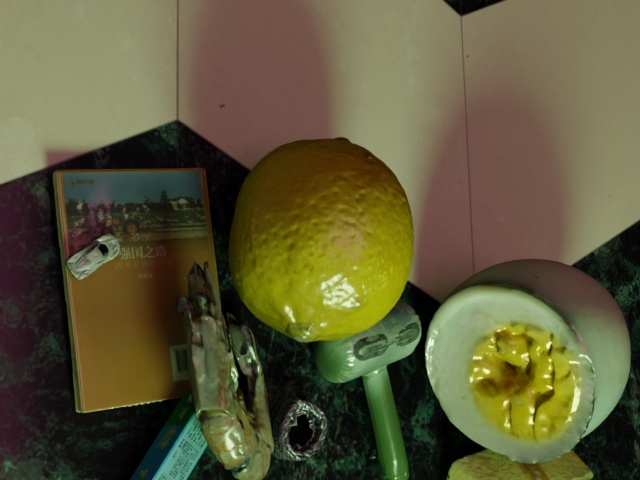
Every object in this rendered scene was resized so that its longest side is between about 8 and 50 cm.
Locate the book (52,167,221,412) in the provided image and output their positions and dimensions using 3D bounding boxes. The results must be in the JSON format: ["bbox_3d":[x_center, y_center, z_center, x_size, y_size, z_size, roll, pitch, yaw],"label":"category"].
[{"bbox_3d":[-0.279,0.069,1.546,0.263,0.028,0.374,-4,84,-35],"label":"book"}]

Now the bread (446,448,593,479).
[{"bbox_3d":[0.366,0.448,1.832,0.266,0.178,0.141,-11,94,-33],"label":"bread"}]

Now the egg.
[{"bbox_3d":[0.419,0.193,1.828,0.340,0.354,0.354,-22,94,-50],"label":"egg"}]

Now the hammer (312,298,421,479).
[{"bbox_3d":[0.104,0.279,1.735,0.206,0.119,0.335,-16,97,-36],"label":"hammer"}]

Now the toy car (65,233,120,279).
[{"bbox_3d":[-0.343,0.022,1.477,0.093,0.025,0.041,-40,106,-33],"label":"toy car"}]

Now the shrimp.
[{"bbox_3d":[-0.143,0.203,1.535,0.247,0.085,0.360,-27,101,-74],"label":"shrimp"}]

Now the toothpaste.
[{"bbox_3d":[-0.243,0.361,1.488,0.065,0.050,0.266,51,58,-36],"label":"toothpaste"}]

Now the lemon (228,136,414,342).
[{"bbox_3d":[0.000,-0.002,1.585,0.336,0.336,0.336,7,77,-34],"label":"lemon"}]

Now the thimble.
[{"bbox_3d":[-0.041,0.320,1.644,0.095,0.066,0.104,19,74,-30],"label":"thimble"}]
